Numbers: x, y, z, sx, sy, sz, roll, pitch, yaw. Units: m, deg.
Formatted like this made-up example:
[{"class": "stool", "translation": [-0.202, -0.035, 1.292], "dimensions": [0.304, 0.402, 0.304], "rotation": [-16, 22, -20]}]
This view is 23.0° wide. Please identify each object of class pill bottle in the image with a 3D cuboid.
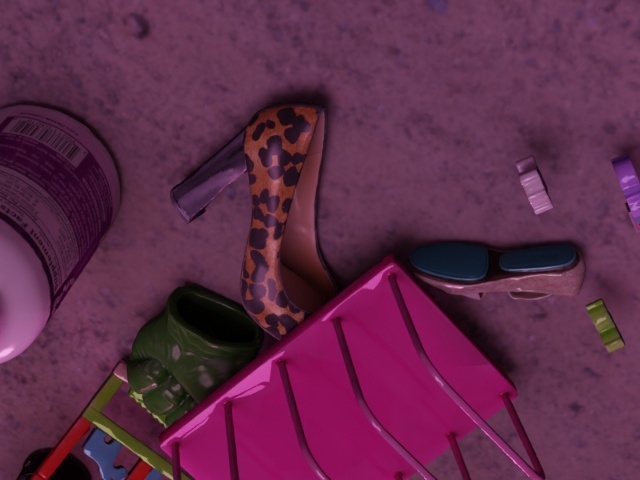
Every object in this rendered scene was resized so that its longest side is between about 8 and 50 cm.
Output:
[{"class": "pill bottle", "translation": [-0.308, 0.011, 1.447], "dimensions": [0.169, 0.301, 0.169], "rotation": [7, 123, 12]}]

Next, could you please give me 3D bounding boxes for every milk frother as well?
[{"class": "milk frother", "translation": [-0.300, 0.333, 1.746], "dimensions": [0.143, 0.134, 0.129], "rotation": [35, 125, -7]}]

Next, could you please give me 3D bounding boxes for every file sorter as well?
[{"class": "file sorter", "translation": [0.029, 0.205, 1.452], "dimensions": [0.291, 0.182, 0.202], "rotation": [-39, 116, 12]}]

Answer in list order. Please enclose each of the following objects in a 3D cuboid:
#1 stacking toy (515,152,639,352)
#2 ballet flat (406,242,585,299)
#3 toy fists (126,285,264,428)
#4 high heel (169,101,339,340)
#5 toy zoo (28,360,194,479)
[{"class": "stacking toy", "translation": [0.289, -0.013, 1.390], "dimensions": [0.167, 0.052, 0.221], "rotation": [-24, 113, 12]}, {"class": "ballet flat", "translation": [0.164, 0.036, 1.479], "dimensions": [0.168, 0.057, 0.052], "rotation": [1, 131, 16]}, {"class": "toy fists", "translation": [-0.065, 0.166, 1.600], "dimensions": [0.279, 0.096, 0.142], "rotation": [25, 125, -2]}, {"class": "high heel", "translation": [0.000, 0.000, 1.479], "dimensions": [0.186, 0.093, 0.261], "rotation": [-36, 101, 33]}, {"class": "toy zoo", "translation": [-0.223, 0.300, 1.654], "dimensions": [0.192, 0.030, 0.293], "rotation": [38, 81, -8]}]
